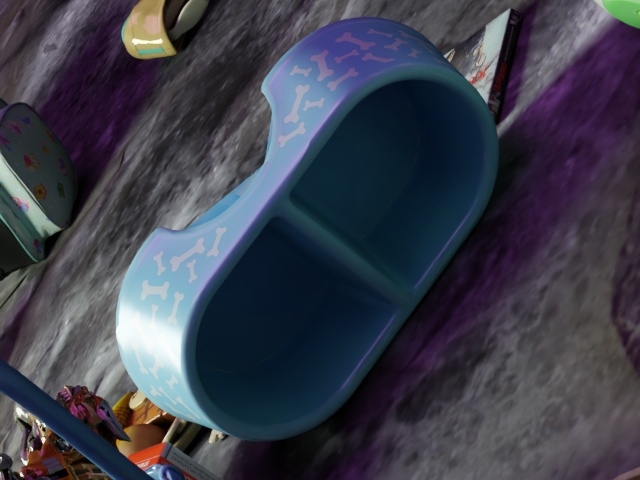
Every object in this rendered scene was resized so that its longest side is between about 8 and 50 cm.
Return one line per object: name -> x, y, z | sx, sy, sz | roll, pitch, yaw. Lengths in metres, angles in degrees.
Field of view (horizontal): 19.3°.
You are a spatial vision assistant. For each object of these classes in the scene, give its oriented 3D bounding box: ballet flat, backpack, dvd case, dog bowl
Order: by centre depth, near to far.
dog bowl -> 0.000, 0.000, 1.197 | 0.297, 0.166, 0.074 | -53, 33, -2
dvd case -> 0.101, -0.105, 1.341 | 0.087, 0.013, 0.119 | -33, 29, 41
backpack -> -0.348, -0.068, 2.015 | 0.144, 0.166, 0.188 | -31, 28, 12
ballet flat -> -0.138, -0.292, 2.082 | 0.073, 0.080, 0.232 | 8, 62, 35

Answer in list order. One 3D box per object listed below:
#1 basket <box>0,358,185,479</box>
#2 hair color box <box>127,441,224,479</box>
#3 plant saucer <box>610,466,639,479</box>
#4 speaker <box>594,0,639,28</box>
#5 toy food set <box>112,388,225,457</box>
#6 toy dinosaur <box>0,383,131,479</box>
basket -> -0.141, 0.217, 0.951 | 0.255, 0.289, 0.201 | -51, 16, 14
hair color box -> -0.102, 0.218, 1.143 | 0.053, 0.093, 0.167 | -25, 35, 52
plant saucer -> 0.116, 0.226, 0.733 | 0.310, 0.050, 0.310 | -43, 25, 26
speaker -> 0.235, -0.160, 0.992 | 0.131, 0.131, 0.296 | -53, 21, 0
toy food set -> -0.122, 0.127, 1.405 | 0.192, 0.038, 0.132 | -35, 27, 38
toy dinosaur -> -0.190, 0.233, 1.200 | 0.322, 0.218, 0.164 | -105, 17, -57
